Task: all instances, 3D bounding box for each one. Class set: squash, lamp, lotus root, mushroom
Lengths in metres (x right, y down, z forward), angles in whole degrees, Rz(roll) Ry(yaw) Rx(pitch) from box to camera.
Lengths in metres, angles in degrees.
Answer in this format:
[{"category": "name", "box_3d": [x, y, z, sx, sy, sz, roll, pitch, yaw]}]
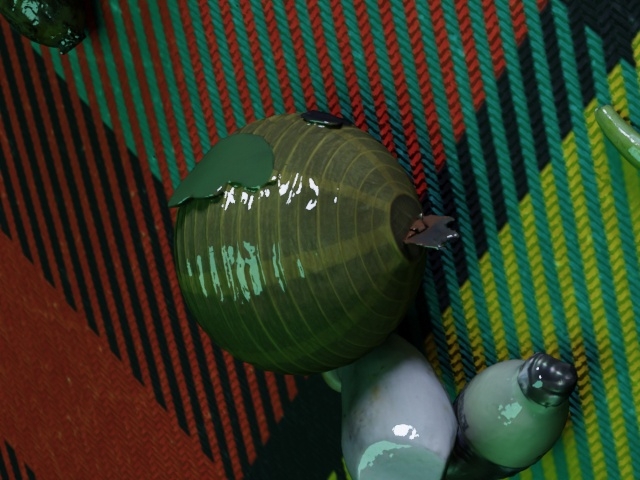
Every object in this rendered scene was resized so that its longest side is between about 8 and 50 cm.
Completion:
[{"category": "squash", "box_3d": [0.265, -0.081, 1.483, 0.089, 0.027, 0.027, 43, 133, 20]}, {"category": "lamp", "box_3d": [0.000, 0.000, 1.610, 0.284, 0.250, 0.250, -7, 106, 35]}, {"category": "lamp", "box_3d": [0.171, 0.173, 1.648, 0.101, 0.101, 0.250, 50, 147, 12]}, {"category": "lotus root", "box_3d": [-0.311, -0.272, 1.873, 0.080, 0.089, 0.179, -42, 73, 8]}, {"category": "mushroom", "box_3d": [0.063, 0.150, 1.669, 0.103, 0.270, 0.118, 21, 111, -19]}]
